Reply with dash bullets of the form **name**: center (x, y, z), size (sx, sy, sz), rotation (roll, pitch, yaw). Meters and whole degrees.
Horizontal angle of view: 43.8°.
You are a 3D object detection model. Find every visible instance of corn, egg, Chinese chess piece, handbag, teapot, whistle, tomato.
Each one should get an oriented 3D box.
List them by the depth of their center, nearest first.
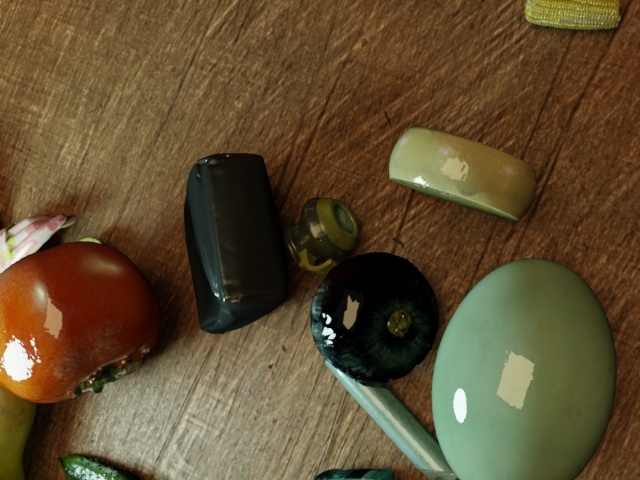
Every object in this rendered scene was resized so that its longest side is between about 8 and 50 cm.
- **egg**: center (0.317, 0.219, 1.251), size (0.276, 0.276, 0.389), rotation (10, 83, 21)
- **Chinese chess piece**: center (0.239, -0.112, 1.343), size (0.251, 0.251, 0.097), rotation (21, 94, 22)
- **corn**: center (0.450, -0.417, 1.415), size (0.165, 0.063, 0.085), rotation (10, 62, 19)
- **whistle**: center (0.127, 0.312, 1.423), size (0.062, 0.062, 0.312), rotation (-47, 70, 8)
- **teapot**: center (0.000, 0.000, 1.476), size (0.119, 0.130, 0.166), rotation (-32, 36, 28)
- **handbag**: center (-0.154, 0.017, 1.515), size (0.178, 0.275, 0.302), rotation (-8, 72, -15)
- **tomato**: center (-0.466, 0.148, 1.518), size (0.341, 0.341, 0.273), rotation (-32, 81, 13)

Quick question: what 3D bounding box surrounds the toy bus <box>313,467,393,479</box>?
- **toy bus**: center (0.079, 0.523, 1.375), size (0.147, 0.128, 0.256), rotation (-13, 80, 16)

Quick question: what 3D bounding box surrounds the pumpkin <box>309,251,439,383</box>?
- **pumpkin**: center (0.095, 0.131, 1.379), size (0.163, 0.233, 0.233), rotation (-1, 79, 63)

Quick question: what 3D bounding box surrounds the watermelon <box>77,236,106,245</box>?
- **watermelon**: center (-0.484, 0.048, 1.689), size (0.105, 0.062, 0.105), rotation (-7, 73, 25)

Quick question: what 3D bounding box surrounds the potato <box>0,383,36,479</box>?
- **potato**: center (-0.671, 0.375, 1.582), size (0.296, 0.290, 0.397), rotation (-46, 66, 13)

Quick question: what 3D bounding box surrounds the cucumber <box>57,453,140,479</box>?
- **cucumber**: center (-0.444, 0.480, 1.610), size (0.227, 0.069, 0.069), rotation (14, 87, 26)

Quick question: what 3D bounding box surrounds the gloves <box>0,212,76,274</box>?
- **gloves**: center (-0.622, 0.015, 1.706), size (0.241, 0.126, 0.145), rotation (-48, 38, 33)
